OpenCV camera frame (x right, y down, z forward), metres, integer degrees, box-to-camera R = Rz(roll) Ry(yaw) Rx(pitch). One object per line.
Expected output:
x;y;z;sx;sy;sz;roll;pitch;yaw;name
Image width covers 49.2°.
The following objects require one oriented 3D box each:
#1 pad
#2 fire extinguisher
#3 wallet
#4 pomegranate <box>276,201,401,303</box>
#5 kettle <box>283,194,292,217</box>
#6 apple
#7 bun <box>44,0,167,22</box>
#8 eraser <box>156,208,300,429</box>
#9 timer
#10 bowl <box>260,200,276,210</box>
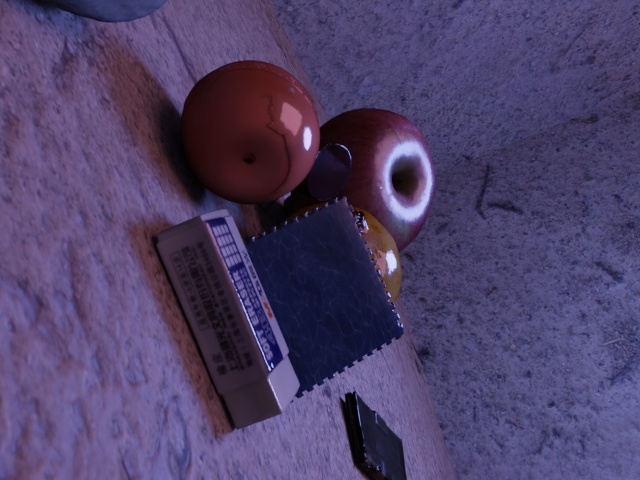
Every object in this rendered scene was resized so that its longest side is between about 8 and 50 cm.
-0.013;0.093;1.127;0.012;0.269;0.269;-12;-76;64;pad
-0.098;-0.194;1.352;0.337;0.114;0.135;29;-34;38;fire extinguisher
0.131;0.474;1.576;0.317;0.044;0.169;54;21;-47;wallet
0.024;0.054;1.287;0.264;0.264;0.264;-22;90;-80;pomegranate
0.000;0.000;1.659;0.211;0.160;0.243;10;63;-56;kettle
0.083;-0.114;1.530;0.345;0.269;0.344;8;79;-45;apple
-0.290;-0.446;0.847;0.354;0.194;0.354;57;21;-35;bun
-0.120;0.100;0.949;0.124;0.081;0.279;-36;103;-79;eraser
-0.115;-0.178;1.146;0.215;0.230;0.229;-99;164;-55;timer
-0.116;-0.167;1.527;0.189;0.086;0.189;-23;90;-79;bowl
